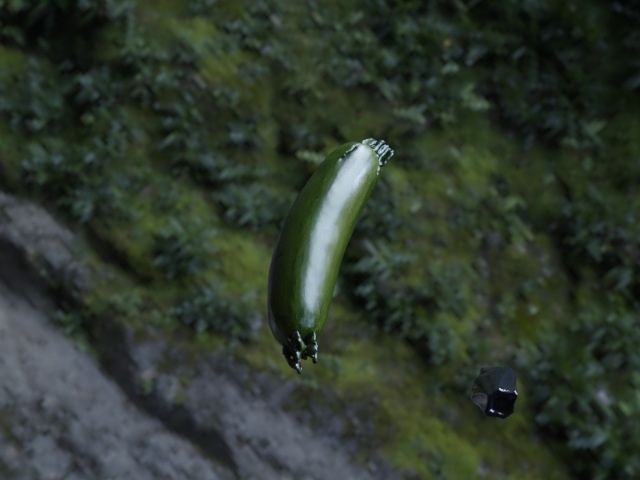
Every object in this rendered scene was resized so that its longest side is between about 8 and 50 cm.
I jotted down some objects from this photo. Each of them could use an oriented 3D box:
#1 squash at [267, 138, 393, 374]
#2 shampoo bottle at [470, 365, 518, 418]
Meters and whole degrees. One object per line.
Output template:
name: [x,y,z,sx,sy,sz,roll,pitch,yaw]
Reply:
squash: [-0.001,-0.002,1.611,0.080,0.071,0.318,46,47,-29]
shampoo bottle: [0.159,0.136,1.432,0.027,0.048,0.137,55,4,-3]
